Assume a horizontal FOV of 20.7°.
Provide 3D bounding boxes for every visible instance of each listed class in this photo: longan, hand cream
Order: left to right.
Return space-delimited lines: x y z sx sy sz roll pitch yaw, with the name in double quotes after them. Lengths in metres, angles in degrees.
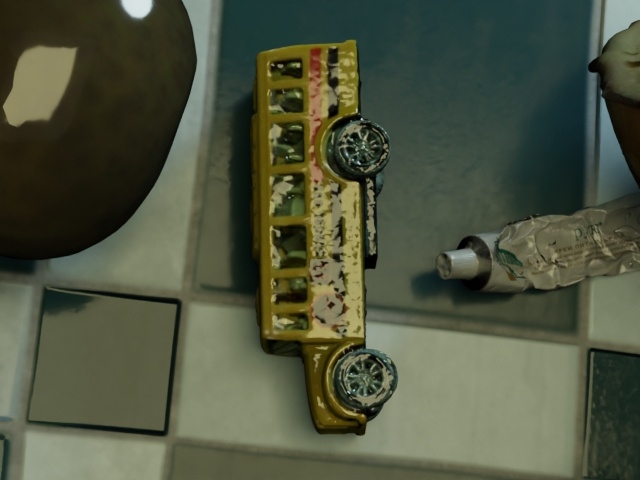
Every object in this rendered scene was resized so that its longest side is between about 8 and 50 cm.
-0.247 -0.126 1.453 0.300 0.243 0.300 -4 57 7 "longan"
0.219 0.007 1.610 0.257 0.050 0.084 -12 82 -24 "hand cream"

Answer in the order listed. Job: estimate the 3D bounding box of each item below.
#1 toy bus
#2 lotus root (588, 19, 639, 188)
0.000 0.000 1.535 0.123 0.121 0.336 -1 78 -2 "toy bus"
0.415 -0.102 1.565 0.316 0.316 0.250 -34 125 -16 "lotus root"
